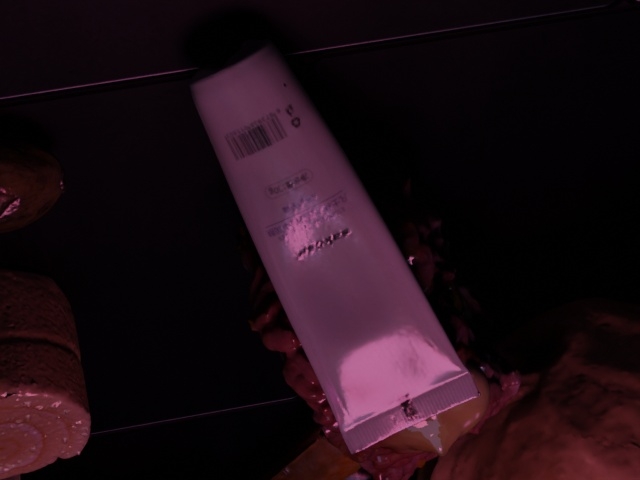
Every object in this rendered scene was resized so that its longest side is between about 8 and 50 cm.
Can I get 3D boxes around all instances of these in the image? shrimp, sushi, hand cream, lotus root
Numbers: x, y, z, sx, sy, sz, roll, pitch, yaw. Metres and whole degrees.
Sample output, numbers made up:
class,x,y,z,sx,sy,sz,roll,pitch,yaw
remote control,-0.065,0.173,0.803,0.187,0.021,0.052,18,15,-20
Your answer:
class,x,y,z,sx,sy,sz,roll,pitch,yaw
shrimp,0.031,0.215,1.816,0.287,0.063,0.152,-37,153,28
sushi,0.059,0.079,1.490,0.170,0.236,0.270,-29,140,6
hand cream,0.000,0.000,1.329,0.109,0.321,0.067,-26,-172,9
lotus root,-0.275,-0.041,1.328,0.179,0.081,0.089,-1,144,-18

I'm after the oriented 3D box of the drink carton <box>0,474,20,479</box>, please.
class,x,y,z,sx,sy,sz,roll,pitch,yaw
drink carton,-0.363,0.200,1.585,0.146,0.144,0.142,-25,138,14

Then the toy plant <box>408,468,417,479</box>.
class,x,y,z,sx,sy,sz,roll,pitch,yaw
toy plant,0.100,0.290,1.876,0.232,0.112,0.243,-35,164,10

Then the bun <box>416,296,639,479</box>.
class,x,y,z,sx,sy,sz,roll,pitch,yaw
bun,0.229,0.175,1.621,0.364,0.364,0.202,-30,108,21

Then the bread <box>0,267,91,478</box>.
class,x,y,z,sx,sy,sz,roll,pitch,yaw
bread,-0.272,0.110,1.488,0.148,0.141,0.134,-13,141,-4
